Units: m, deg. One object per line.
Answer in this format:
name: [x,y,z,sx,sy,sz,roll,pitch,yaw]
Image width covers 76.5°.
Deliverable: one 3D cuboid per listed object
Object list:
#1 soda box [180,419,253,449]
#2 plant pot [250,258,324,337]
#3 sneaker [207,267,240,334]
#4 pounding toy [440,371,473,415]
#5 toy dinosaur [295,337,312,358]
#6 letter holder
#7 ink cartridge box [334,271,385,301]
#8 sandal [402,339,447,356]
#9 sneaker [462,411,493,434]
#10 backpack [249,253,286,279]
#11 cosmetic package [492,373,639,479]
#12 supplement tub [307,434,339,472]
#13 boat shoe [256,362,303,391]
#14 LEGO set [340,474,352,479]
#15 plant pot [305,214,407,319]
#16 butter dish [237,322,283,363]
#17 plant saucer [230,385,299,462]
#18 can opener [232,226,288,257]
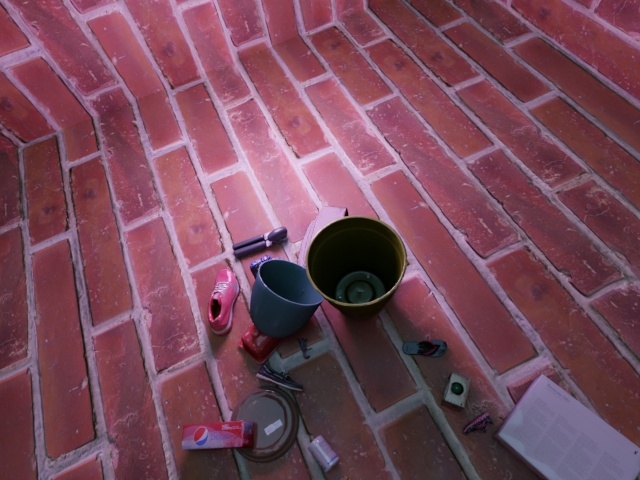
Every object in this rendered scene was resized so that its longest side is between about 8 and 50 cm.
soda box: [-0.387,0.734,1.524,0.263,0.083,0.092,-12,61,17]
plant pot: [-0.157,0.258,1.681,0.292,0.235,0.293,21,25,-10]
sneaker: [-0.437,0.253,1.813,0.115,0.136,0.314,-4,59,5]
pounding toy: [0.510,0.567,1.487,0.100,0.141,0.130,17,64,17]
toy dinosaur: [-0.068,0.456,1.710,0.090,0.047,0.082,-11,63,41]
letter holder: [0.000,0.000,1.890,0.214,0.152,0.302,8,61,15]
ink cartridge box: [0.184,0.190,1.811,0.223,0.045,0.223,19,65,19]
sandal: [0.422,0.433,1.637,0.179,0.040,0.067,-4,59,6]
sneaker: [0.575,0.677,1.475,0.119,0.047,0.057,-29,72,-8]
backpack: [-0.220,0.133,1.839,0.173,0.158,0.117,-27,67,-11]
cosmetic package: [0.842,0.701,1.387,0.284,0.097,0.377,-43,63,-14]
supplement tub: [0.012,0.778,1.480,0.071,0.071,0.107,-39,62,-14]
boat shoe: [-0.158,0.551,1.635,0.206,0.075,0.065,13,66,20]
LEGO set: [0.006,0.927,1.372,0.287,0.107,0.132,-28,60,-8]
plant pot: [0.148,0.148,1.608,0.366,0.353,0.367,-4,61,6]
butter dish: [-0.262,0.406,1.709,0.159,0.118,0.160,35,70,24]
plant saucer: [-0.221,0.705,1.575,0.277,0.041,0.278,-3,59,5]
can opener: [-0.294,-0.004,1.966,0.283,0.095,0.076,-19,58,-3]
